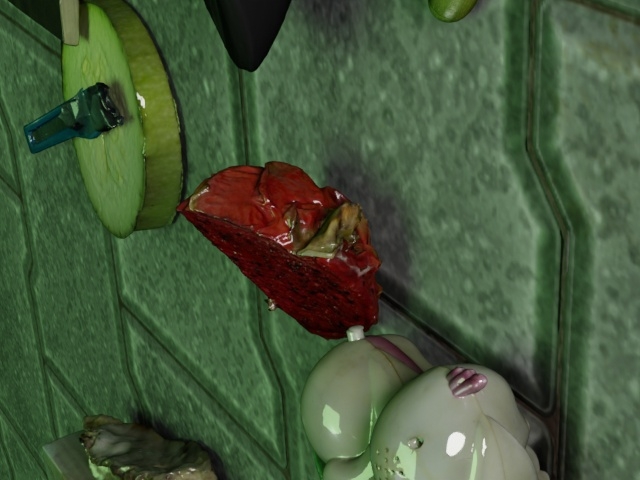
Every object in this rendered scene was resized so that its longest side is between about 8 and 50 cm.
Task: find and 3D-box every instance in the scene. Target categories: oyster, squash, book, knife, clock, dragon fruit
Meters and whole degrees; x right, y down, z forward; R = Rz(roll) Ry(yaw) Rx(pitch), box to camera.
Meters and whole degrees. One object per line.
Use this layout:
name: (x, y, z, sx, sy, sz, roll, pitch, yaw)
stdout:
oyster: (-0.169, 0.259, 1.314, 0.341, 0.110, 0.166, 168, 95, -67)
squash: (0.075, -0.138, 0.671, 0.027, 0.027, 0.083, 63, 152, 17)
book: (-0.268, -0.281, 1.227, 0.228, 0.024, 0.160, 37, 132, 57)
knife: (-0.236, -0.106, 1.224, 0.296, 0.026, 0.044, -8, 105, 64)
clock: (0.059, 0.128, 0.786, 0.231, 0.103, 0.144, 13, 116, 58)
dragon fruit: (0.000, 0.000, 0.856, 0.106, 0.083, 0.162, 9, 148, 44)
squash: (-0.180, -0.114, 1.185, 0.219, 0.041, 0.219, 36, 132, 53)

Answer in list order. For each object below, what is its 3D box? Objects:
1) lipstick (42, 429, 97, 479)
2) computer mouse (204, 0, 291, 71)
lipstick: (-0.205, 0.327, 1.459, 0.371, 0.080, 0.076, 35, 138, 52)
computer mouse: (-0.061, -0.230, 0.815, 0.147, 0.088, 0.264, 93, 152, -72)
